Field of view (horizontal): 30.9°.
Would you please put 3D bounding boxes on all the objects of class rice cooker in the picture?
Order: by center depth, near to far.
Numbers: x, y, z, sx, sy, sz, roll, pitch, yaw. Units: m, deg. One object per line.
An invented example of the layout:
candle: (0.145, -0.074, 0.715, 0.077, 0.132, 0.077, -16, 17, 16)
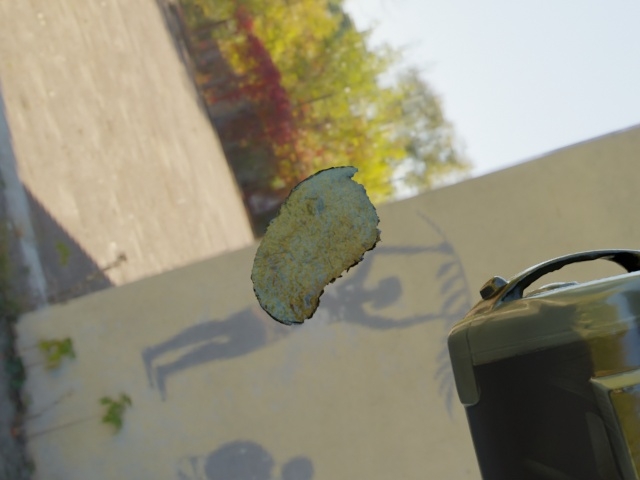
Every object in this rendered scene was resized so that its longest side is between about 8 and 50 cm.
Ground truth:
rice cooker: (0.319, 0.172, 1.271, 0.335, 0.335, 0.325, 64, 14, -81)

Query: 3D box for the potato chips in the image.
potato chips: (0.000, 0.000, 1.321, 0.026, 0.142, 0.209, 80, 17, -62)
